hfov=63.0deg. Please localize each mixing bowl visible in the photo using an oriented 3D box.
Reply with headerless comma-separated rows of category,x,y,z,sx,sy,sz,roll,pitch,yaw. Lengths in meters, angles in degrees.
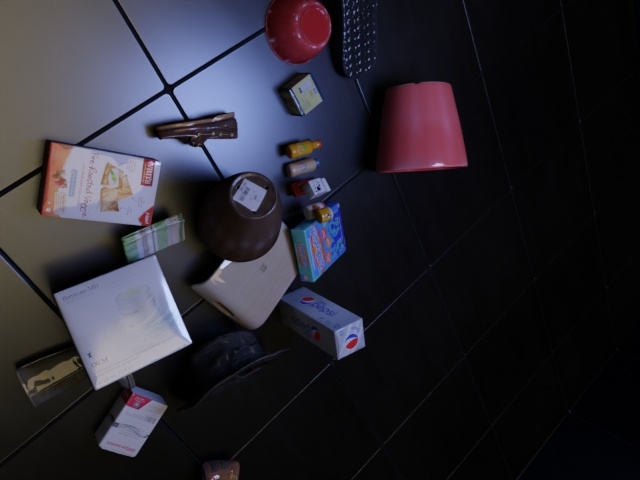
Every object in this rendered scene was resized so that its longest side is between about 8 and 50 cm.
mixing bowl,-0.039,-0.546,1.335,0.181,0.098,0.182,-11,110,-34

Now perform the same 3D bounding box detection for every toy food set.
toy food set,-0.014,-0.158,1.445,0.104,0.111,0.232,-22,80,-30
toy food set,-0.183,0.067,1.431,0.220,0.092,0.306,48,66,-35

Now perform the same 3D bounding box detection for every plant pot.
plant pot,0.295,-0.330,1.554,0.274,0.275,0.243,-6,96,-35
plant pot,-0.178,-0.074,1.239,0.215,0.230,0.216,3,77,-15

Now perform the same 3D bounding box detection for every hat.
hat,-0.252,0.323,1.394,0.331,0.331,0.134,-26,79,-28

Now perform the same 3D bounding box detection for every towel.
towel,-0.394,0.000,1.247,0.152,0.023,0.113,-28,157,-26

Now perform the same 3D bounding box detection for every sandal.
sandal,0.077,-0.665,1.395,0.167,0.107,0.446,-18,126,-32

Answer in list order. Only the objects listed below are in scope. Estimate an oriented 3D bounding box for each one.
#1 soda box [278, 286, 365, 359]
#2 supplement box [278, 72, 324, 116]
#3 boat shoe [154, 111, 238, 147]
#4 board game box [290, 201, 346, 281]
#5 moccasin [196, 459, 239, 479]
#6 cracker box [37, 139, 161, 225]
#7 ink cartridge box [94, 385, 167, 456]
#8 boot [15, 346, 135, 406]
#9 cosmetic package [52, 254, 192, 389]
soda box,-0.003,0.225,1.470,0.098,0.286,0.091,-20,115,-31
supplement box,-0.050,-0.390,1.398,0.083,0.056,0.083,-43,124,-18
boat shoe,-0.289,-0.259,1.252,0.207,0.073,0.073,-18,111,-31
board game box,0.000,0.000,1.505,0.210,0.047,0.160,-42,129,-50
moccasin,-0.303,0.829,1.540,0.146,0.139,0.380,5,91,-28
cracker box,-0.485,-0.122,1.155,0.232,0.067,0.156,5,101,-38
ink cartridge box,-0.483,0.458,1.332,0.109,0.063,0.150,39,80,-37
boot,-0.566,0.323,1.225,0.208,0.076,0.190,-34,107,-31
cosmetic package,-0.448,0.179,1.185,0.224,0.138,0.225,-24,93,-28
